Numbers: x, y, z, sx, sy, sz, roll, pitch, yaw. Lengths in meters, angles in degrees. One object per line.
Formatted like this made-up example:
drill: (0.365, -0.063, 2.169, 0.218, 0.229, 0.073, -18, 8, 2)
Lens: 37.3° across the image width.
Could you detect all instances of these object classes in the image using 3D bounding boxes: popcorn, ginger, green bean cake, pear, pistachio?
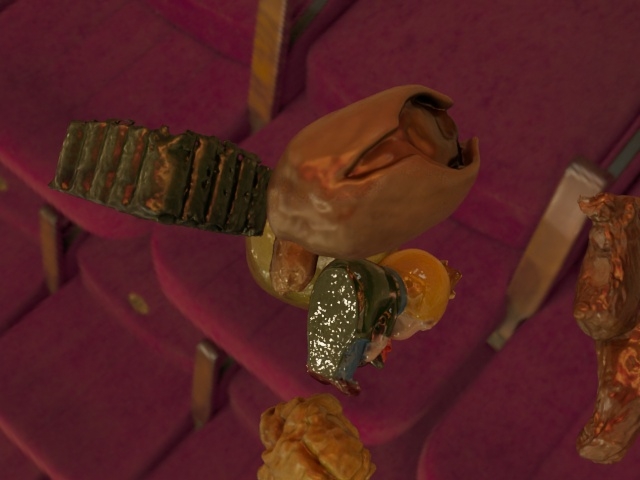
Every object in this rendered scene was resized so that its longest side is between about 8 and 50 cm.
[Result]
popcorn: (-0.025, 0.355, 1.556, 0.203, 0.200, 0.226, 51, 175, 11)
ginger: (-0.035, -0.010, 1.400, 0.095, 0.069, 0.190, -179, 97, -72)
green bean cake: (-0.182, -0.074, 1.097, 0.208, 0.193, 0.107, 11, 91, 36)
ginger: (0.313, 0.094, 0.994, 0.084, 0.122, 0.290, 1, 93, 43)
pear: (0.000, 0.000, 1.593, 0.253, 0.253, 0.307, 53, 152, 0)
pistachio: (0.053, -0.062, 0.877, 0.137, 0.238, 0.153, 62, 154, -3)

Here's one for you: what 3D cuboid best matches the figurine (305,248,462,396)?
figurine: (0.085, 0.101, 1.231, 0.127, 0.234, 0.185, 8, 95, 33)
